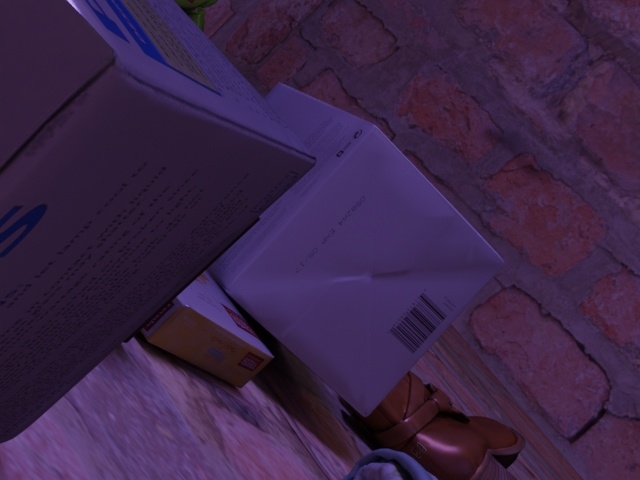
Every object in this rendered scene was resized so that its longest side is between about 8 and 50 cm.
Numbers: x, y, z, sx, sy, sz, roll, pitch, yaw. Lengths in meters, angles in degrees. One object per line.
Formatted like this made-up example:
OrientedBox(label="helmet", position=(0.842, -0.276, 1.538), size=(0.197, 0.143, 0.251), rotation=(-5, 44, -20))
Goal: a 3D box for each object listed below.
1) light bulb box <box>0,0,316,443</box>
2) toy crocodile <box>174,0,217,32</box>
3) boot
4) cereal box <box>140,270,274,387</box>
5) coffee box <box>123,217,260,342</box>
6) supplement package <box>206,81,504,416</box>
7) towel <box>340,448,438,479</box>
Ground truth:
OrientedBox(label="light bulb box", position=(-0.218, -0.097, 0.596), size=(0.358, 0.225, 0.361), rotation=(47, 6, 6))
OrientedBox(label="toy crocodile", position=(-0.174, -0.241, 1.826), size=(0.105, 0.341, 0.115), rotation=(5, 9, 3))
OrientedBox(label="boot", position=(0.115, 0.205, 1.697), size=(0.220, 0.109, 0.283), rotation=(42, 13, -8))
OrientedBox(label="cereal box", position=(-0.150, 0.008, 1.272), size=(0.240, 0.047, 0.173), rotation=(49, 5, 27))
OrientedBox(label="coffee box", position=(-0.179, -0.064, 1.116), size=(0.246, 0.141, 0.098), rotation=(51, 7, 29))
OrientedBox(label="supplement package", position=(0.000, 0.000, 1.487), size=(0.198, 0.199, 0.262), rotation=(44, -4, -25))
OrientedBox(label="towel", position=(0.157, 0.333, 1.104), size=(0.320, 0.090, 0.374), rotation=(48, 5, -17))
